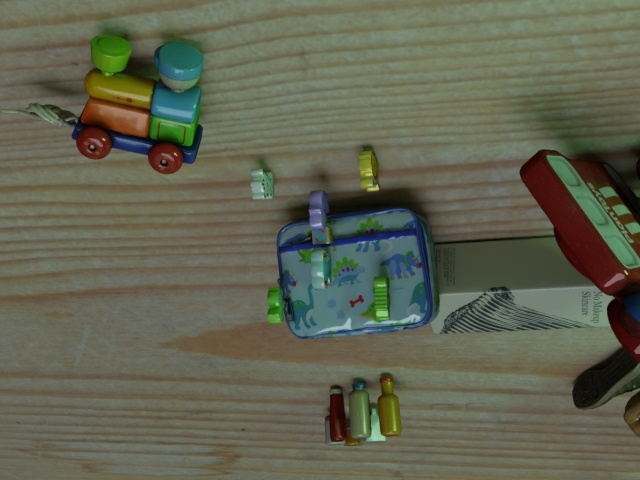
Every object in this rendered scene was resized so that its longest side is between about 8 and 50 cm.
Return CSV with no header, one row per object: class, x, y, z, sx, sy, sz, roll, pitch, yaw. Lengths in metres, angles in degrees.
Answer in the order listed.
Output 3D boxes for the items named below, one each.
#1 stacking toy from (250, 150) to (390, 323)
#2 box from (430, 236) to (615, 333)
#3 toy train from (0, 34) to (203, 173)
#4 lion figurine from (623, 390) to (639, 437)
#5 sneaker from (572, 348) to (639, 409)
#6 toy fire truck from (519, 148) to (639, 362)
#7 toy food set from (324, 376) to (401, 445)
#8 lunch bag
stacking toy,0.000,0.000,1.126,0.166,0.221,0.052,-5,178,16
box,0.291,0.065,1.230,0.275,0.094,0.113,-4,141,16
toy train,-0.261,-0.181,1.017,0.247,0.105,0.143,12,131,-5
lion figurine,0.620,0.305,1.441,0.392,0.142,0.240,30,134,-25
sneaker,0.505,0.241,1.440,0.071,0.066,0.188,15,143,-18
toy fire truck,0.368,0.028,0.990,0.253,0.302,0.169,-4,150,-50
toy food set,0.070,0.329,1.628,0.111,0.105,0.232,2,162,-14
lunch bag,0.049,0.043,1.186,0.218,0.176,0.090,-6,176,18
